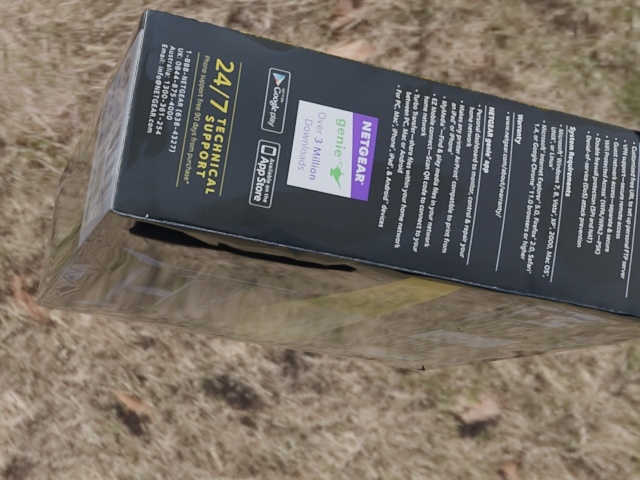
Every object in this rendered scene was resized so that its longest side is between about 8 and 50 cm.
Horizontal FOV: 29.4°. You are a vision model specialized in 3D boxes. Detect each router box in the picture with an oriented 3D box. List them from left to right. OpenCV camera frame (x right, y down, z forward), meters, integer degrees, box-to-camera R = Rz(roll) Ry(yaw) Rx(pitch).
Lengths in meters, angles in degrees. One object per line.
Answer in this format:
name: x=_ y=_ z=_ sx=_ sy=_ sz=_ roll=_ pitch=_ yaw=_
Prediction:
router box: x=0.000 y=0.000 z=0.596 sx=0.242 sy=0.309 sz=0.081 roll=12 pitch=78 yaw=-16
